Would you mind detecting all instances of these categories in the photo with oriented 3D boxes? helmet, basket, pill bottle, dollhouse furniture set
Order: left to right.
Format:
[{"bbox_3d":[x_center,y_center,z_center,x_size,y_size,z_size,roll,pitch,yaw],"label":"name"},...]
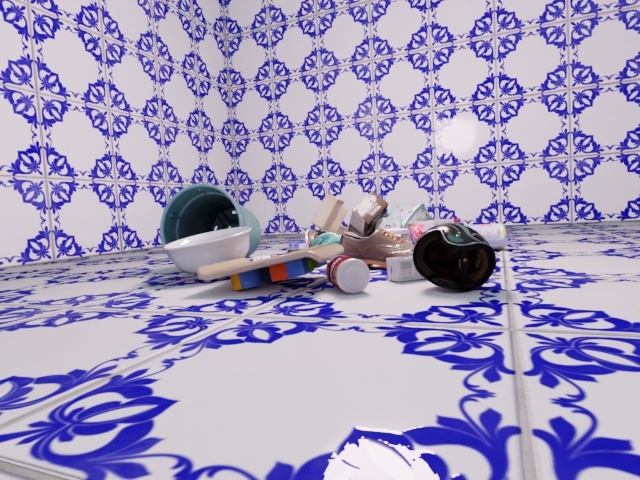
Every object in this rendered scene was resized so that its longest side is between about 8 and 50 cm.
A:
[{"bbox_3d":[0.063,0.083,1.076,0.086,0.086,0.152,-4,3,-14],"label":"pill bottle"},{"bbox_3d":[0.153,-0.084,2.202,0.355,0.174,0.303,25,5,-38],"label":"dollhouse furniture set"},{"bbox_3d":[0.335,-0.003,1.963,0.113,0.103,0.167,-4,3,-10],"label":"basket"},{"bbox_3d":[0.312,0.035,1.009,0.169,0.170,0.161,-5,20,-22],"label":"helmet"}]

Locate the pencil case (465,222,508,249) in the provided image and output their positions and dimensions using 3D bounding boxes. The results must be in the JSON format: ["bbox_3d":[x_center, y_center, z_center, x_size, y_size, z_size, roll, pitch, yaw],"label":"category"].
[{"bbox_3d":[0.623,-0.010,1.747,0.273,0.114,0.124,-3,10,0],"label":"pencil case"}]

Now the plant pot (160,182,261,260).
[{"bbox_3d":[-0.419,-0.040,1.756,0.341,0.341,0.334,-3,-3,13],"label":"plant pot"}]

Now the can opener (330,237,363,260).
[{"bbox_3d":[0.100,0.032,1.692,0.283,0.095,0.076,2,0,-33],"label":"can opener"}]

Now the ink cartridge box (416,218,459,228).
[{"bbox_3d":[0.579,-0.038,2.078,0.176,0.128,0.127,-5,4,-29],"label":"ink cartridge box"}]

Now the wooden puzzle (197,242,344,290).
[{"bbox_3d":[-0.124,0.076,1.218,0.347,0.081,0.322,-9,1,15],"label":"wooden puzzle"}]

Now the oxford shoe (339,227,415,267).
[{"bbox_3d":[0.234,0.025,1.420,0.363,0.133,0.130,-2,4,15],"label":"oxford shoe"}]

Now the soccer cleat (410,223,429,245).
[{"bbox_3d":[0.418,-0.013,1.723,0.108,0.116,0.318,-37,-3,8],"label":"soccer cleat"}]

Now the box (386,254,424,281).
[{"bbox_3d":[0.343,0.068,1.204,0.323,0.067,0.063,-6,5,-20],"label":"box"}]

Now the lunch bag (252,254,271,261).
[{"bbox_3d":[-0.220,0.082,1.598,0.071,0.053,0.083,-5,13,-9],"label":"lunch bag"}]

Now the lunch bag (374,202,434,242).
[{"bbox_3d":[0.412,-0.069,2.190,0.262,0.160,0.223,-44,23,-18],"label":"lunch bag"}]

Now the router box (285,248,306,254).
[{"bbox_3d":[-0.072,0.064,1.762,0.133,0.046,0.179,-3,4,3],"label":"router box"}]

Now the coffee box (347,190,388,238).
[{"bbox_3d":[0.256,-0.119,2.324,0.168,0.119,0.297,-43,-15,-17],"label":"coffee box"}]

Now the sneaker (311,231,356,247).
[{"bbox_3d":[0.047,0.022,1.853,0.110,0.107,0.275,-18,9,-41],"label":"sneaker"}]

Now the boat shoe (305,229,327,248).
[{"bbox_3d":[0.000,0.000,2.172,0.096,0.117,0.324,-6,-2,13],"label":"boat shoe"}]

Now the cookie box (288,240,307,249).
[{"bbox_3d":[-0.109,0.028,2.363,0.107,0.040,0.091,-6,5,-39],"label":"cookie box"}]

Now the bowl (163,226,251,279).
[{"bbox_3d":[-0.367,0.049,1.437,0.297,0.134,0.298,-11,9,2],"label":"bowl"}]

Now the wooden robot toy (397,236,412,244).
[{"bbox_3d":[0.305,0.032,1.771,0.173,0.076,0.079,-3,15,4],"label":"wooden robot toy"}]
